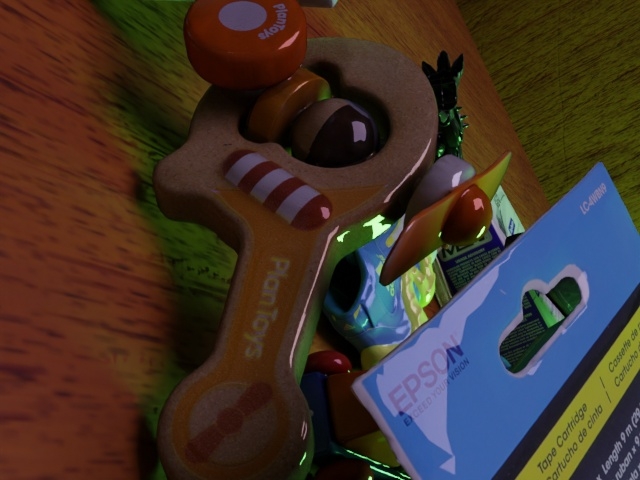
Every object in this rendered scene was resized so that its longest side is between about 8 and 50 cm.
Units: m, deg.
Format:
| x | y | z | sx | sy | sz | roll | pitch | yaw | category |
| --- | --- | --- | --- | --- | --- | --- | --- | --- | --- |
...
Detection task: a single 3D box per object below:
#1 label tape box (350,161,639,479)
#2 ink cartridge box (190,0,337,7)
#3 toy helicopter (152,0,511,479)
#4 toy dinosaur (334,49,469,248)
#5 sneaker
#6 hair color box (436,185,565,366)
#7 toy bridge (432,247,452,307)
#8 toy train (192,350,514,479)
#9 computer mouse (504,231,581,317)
| x | y | z | sx | sy | sz | roll | pitch | yaw | category |
| --- | --- | --- | --- | --- | --- | --- | --- | --- | --- |
| 0.137 | 0.165 | 0.441 | 0.249 | 0.115 | 0.347 | -35 | 102 | -41 | label tape box |
| -0.068 | -0.248 | 0.639 | 0.232 | 0.189 | 0.066 | -77 | 169 | -56 | ink cartridge box |
| 0.000 | 0.000 | 0.484 | 0.140 | 0.235 | 0.355 | 93 | 9 | -54 | toy helicopter |
| 0.145 | -0.122 | 1.033 | 0.322 | 0.164 | 0.218 | 54 | -7 | 46 | toy dinosaur |
| 0.049 | 0.009 | 0.717 | 0.126 | 0.091 | 0.240 | 45 | 28 | -36 | sneaker |
| 0.284 | 0.087 | 1.133 | 0.338 | 0.110 | 0.185 | 61 | 24 | -7 | hair color box |
| 0.181 | 0.092 | 1.005 | 0.188 | 0.026 | 0.063 | 62 | 24 | -1 | toy bridge |
| 0.049 | 0.108 | 0.528 | 0.248 | 0.143 | 0.105 | 38 | 32 | -47 | toy train |
| 0.342 | 0.071 | 1.003 | 0.272 | 0.072 | 0.188 | 44 | 10 | -26 | computer mouse |
